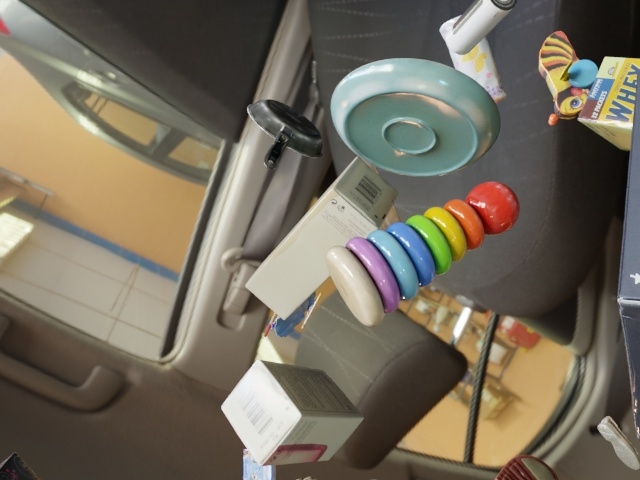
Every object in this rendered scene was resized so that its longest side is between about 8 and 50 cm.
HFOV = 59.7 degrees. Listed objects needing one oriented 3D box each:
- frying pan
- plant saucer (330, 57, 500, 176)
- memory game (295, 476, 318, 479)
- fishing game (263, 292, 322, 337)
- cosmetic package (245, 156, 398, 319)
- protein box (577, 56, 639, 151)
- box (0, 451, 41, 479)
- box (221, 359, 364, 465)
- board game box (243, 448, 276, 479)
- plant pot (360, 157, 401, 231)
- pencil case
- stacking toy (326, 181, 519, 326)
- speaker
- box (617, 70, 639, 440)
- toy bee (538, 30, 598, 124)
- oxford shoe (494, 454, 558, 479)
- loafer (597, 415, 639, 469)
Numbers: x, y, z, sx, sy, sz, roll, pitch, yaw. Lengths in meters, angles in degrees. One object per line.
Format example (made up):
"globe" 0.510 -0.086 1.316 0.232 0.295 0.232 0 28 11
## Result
"frying pan" -0.095 -0.241 1.185 0.197 0.053 0.326 40 -157 10
"plant saucer" 0.169 -0.207 1.041 0.317 0.044 0.318 12 155 6
"memory game" -0.091 0.751 1.651 0.186 0.186 0.012 25 -153 -47
"fishing game" -0.083 0.208 1.696 0.041 0.189 0.264 31 -166 23
"cosmetic package" 0.000 0.000 1.085 0.113 0.309 0.160 41 -145 -4
"protein box" 0.667 -0.252 1.094 0.199 0.136 0.201 15 -170 -36
"box" -0.497 0.506 0.902 0.247 0.163 0.142 53 171 -9
"box" -0.050 0.336 1.088 0.148 0.127 0.232 43 -171 36
"board game box" -0.149 0.553 1.360 0.090 0.090 0.020 -18 153 30
"plant pot" 0.124 -0.091 1.423 0.237 0.109 0.238 -24 -90 -84
"pencil case" 0.431 -0.503 1.575 0.124 0.113 0.273 -37 -74 -79
"stacking toy" 0.179 0.000 0.907 0.141 0.330 0.141 57 169 17
"speaker" 0.261 -0.363 0.918 0.055 0.055 0.136 26 163 -9
"box" 0.458 0.023 0.635 0.178 0.344 0.313 0 141 34
"toy bee" 0.639 -0.386 1.435 0.195 0.162 0.298 41 -163 -52
"oxford shoe" 0.271 0.504 0.932 0.348 0.130 0.123 -19 -135 -31
"loafer" 0.677 0.452 1.251 0.125 0.039 0.045 52 149 3
